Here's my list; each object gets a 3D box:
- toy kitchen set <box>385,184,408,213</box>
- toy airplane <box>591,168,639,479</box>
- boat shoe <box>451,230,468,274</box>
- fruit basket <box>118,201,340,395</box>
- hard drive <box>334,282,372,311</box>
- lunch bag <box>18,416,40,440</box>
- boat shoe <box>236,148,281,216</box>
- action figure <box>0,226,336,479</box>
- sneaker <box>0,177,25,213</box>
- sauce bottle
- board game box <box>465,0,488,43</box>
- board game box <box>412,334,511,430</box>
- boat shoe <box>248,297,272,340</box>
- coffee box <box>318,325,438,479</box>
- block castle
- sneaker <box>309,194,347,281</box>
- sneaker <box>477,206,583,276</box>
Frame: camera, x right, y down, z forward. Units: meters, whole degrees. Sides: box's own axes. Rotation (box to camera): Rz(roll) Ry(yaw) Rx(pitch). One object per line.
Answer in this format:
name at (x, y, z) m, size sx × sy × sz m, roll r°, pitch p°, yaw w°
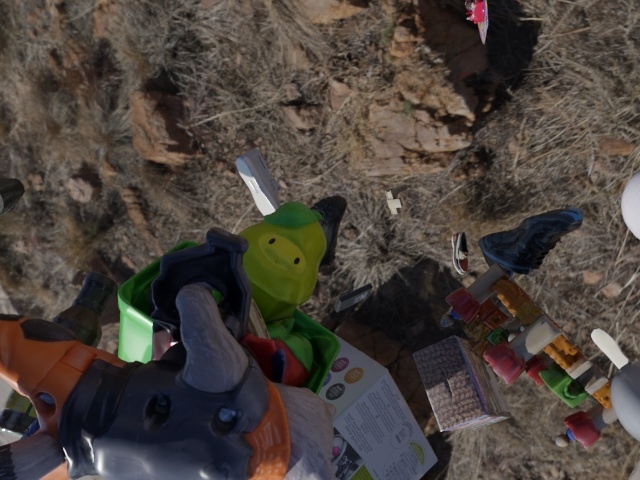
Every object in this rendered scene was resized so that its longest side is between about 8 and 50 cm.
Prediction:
toy kitchen set at (0.278, -0.142, 1.850) m, size 0.068 × 0.075 × 0.083 m, roll 2°, pitch 112°, yaw 61°
toy airplane at (0.357, 0.009, 0.414) m, size 0.272 × 0.386 × 0.385 m, roll 38°, pitch 157°, yaw 43°
boat shoe at (0.454, 0.039, 1.737) m, size 0.043 × 0.049 × 0.137 m, roll -28°, pitch 60°, yaw 55°
fruit basket at (-0.125, 0.115, 0.944) m, size 0.391 × 0.283 × 0.393 m, roll 7°, pitch 113°, yaw 15°
hard drive at (0.117, 0.204, 1.924) m, size 0.022 × 0.135 × 0.094 m, roll 58°, pitch 158°, yaw 23°
lunch bag at (-0.378, 0.280, 0.774) m, size 0.067 × 0.098 × 0.065 m, roll 38°, pitch 83°, yaw 6°
boat shoe at (-0.123, -0.121, 1.226) m, size 0.066 × 0.063 × 0.184 m, roll -2°, pitch 125°, yaw 54°
action figure at (-0.147, 0.174, 0.410) m, size 0.329 × 0.178 × 0.342 m, roll -2°, pitch 110°, yaw -7°
sneaker at (-0.654, -0.066, 1.051) m, size 0.234 × 0.106 × 0.078 m, roll -16°, pitch 108°, yaw 32°
sauce bottle at (-0.515, 0.227, 1.096) m, size 0.111 × 0.345 × 0.111 m, roll 13°, pitch 148°, yaw 9°
board game box at (0.362, -0.542, 1.270) m, size 0.033 × 0.168 × 0.133 m, roll -9°, pitch 83°, yaw 11°
board game box at (0.429, 0.435, 1.625) m, size 0.141 × 0.291 × 0.232 m, roll -29°, pitch 60°, yaw 21°
boat shoe at (-0.085, 0.132, 0.712) m, size 0.050 × 0.045 × 0.136 m, roll -12°, pitch 99°, yaw 24°
coffee box at (0.032, 0.489, 1.399) m, size 0.337 × 0.334 × 0.338 m, roll 21°, pitch 145°, yaw 59°
block castle at (0.514, 0.291, 1.332) m, size 0.213 × 0.303 × 0.453 m, roll -44°, pitch 120°, yaw 13°
sneaker at (0.000, 0.000, 1.576) m, size 0.286 × 0.130 × 0.109 m, roll -57°, pitch 36°, yaw 12°
sneaker at (0.565, 0.012, 1.430) m, size 0.341 × 0.124 × 0.140 m, roll 139°, pitch 118°, yaw -64°
